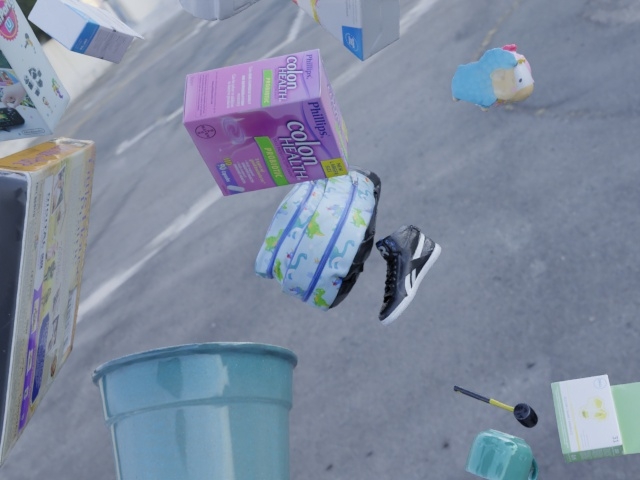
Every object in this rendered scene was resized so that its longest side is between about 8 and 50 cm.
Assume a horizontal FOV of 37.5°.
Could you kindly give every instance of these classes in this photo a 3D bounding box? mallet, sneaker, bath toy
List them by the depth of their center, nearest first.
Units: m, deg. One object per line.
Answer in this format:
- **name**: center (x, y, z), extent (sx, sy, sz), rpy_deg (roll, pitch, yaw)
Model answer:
- **sneaker**: center (0.147, 0.062, 1.934), extent (0.217, 0.121, 0.079), rpy_deg (-55, 8, -27)
- **mallet**: center (0.362, 0.338, 1.947), extent (0.189, 0.062, 0.039), rpy_deg (15, 71, 45)
- **bath toy**: center (0.374, -0.341, 1.951), extent (0.348, 0.151, 0.129), rpy_deg (-32, -39, -69)

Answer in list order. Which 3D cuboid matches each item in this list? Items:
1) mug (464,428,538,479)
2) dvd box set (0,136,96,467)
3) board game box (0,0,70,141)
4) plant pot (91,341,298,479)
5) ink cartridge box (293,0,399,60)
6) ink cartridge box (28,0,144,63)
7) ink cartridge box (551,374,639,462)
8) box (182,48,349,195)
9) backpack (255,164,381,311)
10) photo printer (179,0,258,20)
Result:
- **mug**: center (0.380, 0.452, 1.968), extent (0.129, 0.157, 0.097), rpy_deg (13, 82, 30)
- **dvd box set**: center (-0.340, 0.043, 1.113), extent (0.062, 0.308, 0.420), rpy_deg (8, 10, -6)
- **board game box**: center (-0.517, -0.273, 1.294), extent (0.224, 0.303, 0.098), rpy_deg (-6, 45, 17)
- **plant pot**: center (-0.186, 0.367, 1.514), extent (0.341, 0.341, 0.334), rpy_deg (-22, 67, 36)
- **ink cartridge box**: center (0.017, -0.392, 1.413), extent (0.078, 0.134, 0.231), rpy_deg (-35, 61, -17)
- **ink cartridge box**: center (-0.391, -0.356, 1.596), extent (0.060, 0.104, 0.180), rpy_deg (-56, -17, 13)
- **ink cartridge box**: center (0.611, 0.362, 1.958), extent (0.235, 0.056, 0.171), rpy_deg (-12, 47, 15)
- **box**: center (-0.091, -0.202, 1.668), extent (0.242, 0.213, 0.117), rpy_deg (-10, 54, 10)
- **backpack**: center (0.000, 0.000, 1.936), extent (0.290, 0.273, 0.355), rpy_deg (-59, 19, 20)
- **photo printer**: center (-0.078, -0.453, 1.152), extent (0.256, 0.107, 0.308), rpy_deg (-41, -25, -29)
